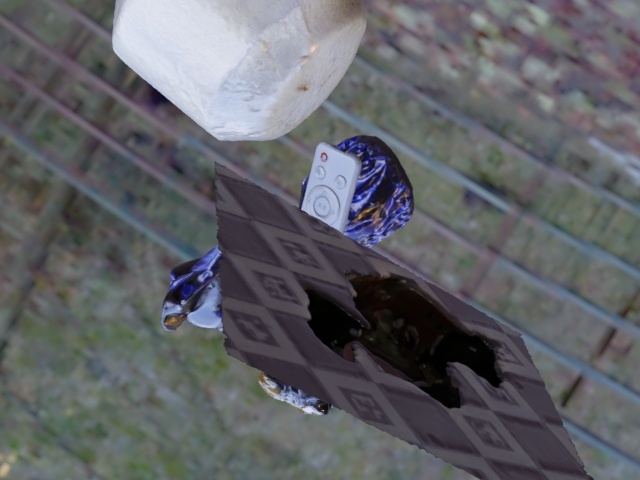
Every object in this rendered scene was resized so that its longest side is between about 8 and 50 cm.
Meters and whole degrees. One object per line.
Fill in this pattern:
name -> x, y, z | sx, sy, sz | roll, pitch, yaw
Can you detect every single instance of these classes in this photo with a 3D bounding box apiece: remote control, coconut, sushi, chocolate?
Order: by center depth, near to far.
sushi -> 0.038, 0.089, 1.136 | 0.294, 0.059, 0.292 | 30, -162, -19
remote control -> 0.000, 0.000, 1.584 | 0.050, 0.184, 0.027 | 27, -156, 30
coconut -> -0.092, -0.242, 1.726 | 0.266, 0.237, 0.237 | 40, 171, 16
chocolate -> -0.045, 0.016, 1.961 | 0.126, 0.343, 0.148 | 49, 151, 6

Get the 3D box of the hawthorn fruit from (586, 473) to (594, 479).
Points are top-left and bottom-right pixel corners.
hawthorn fruit -> 0.239, 0.294, 1.230 | 0.235, 0.263, 0.231 | 7, -153, -33
